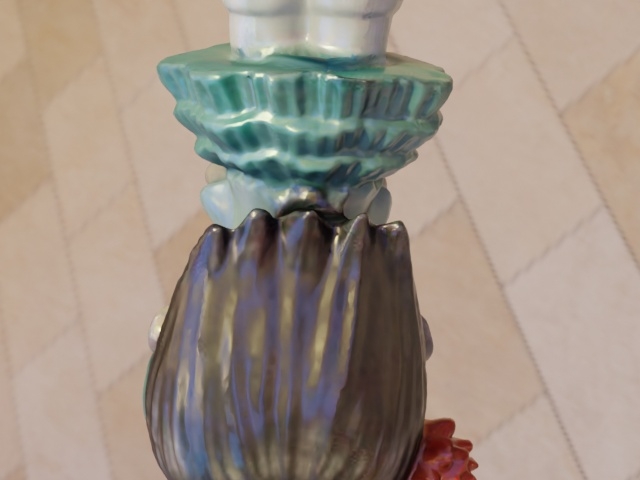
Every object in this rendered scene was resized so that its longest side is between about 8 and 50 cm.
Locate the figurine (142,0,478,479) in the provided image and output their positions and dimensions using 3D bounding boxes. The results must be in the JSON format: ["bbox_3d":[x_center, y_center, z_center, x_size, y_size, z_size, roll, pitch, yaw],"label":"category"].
[{"bbox_3d":[0.000,0.000,0.693,0.138,0.110,0.246,5,102,10],"label":"figurine"}]
